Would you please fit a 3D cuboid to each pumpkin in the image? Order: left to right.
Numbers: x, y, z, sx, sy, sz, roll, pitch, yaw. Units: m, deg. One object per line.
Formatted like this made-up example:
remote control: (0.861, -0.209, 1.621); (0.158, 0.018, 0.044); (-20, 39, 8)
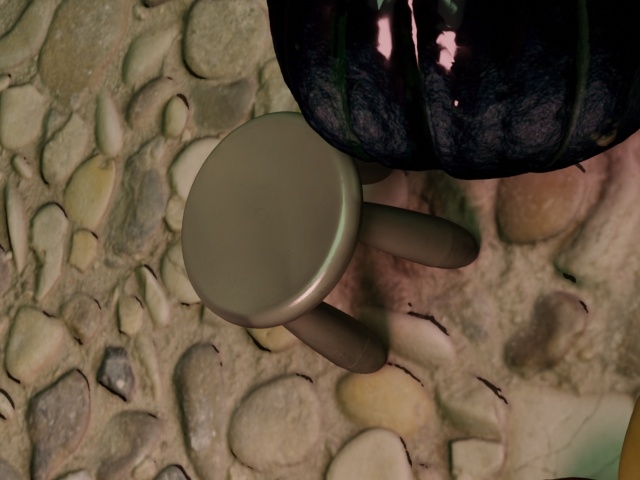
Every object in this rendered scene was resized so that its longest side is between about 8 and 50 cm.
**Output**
pumpkin: (0.131, -0.212, 0.963); (0.364, 0.266, 0.363); (-5, 37, 4)

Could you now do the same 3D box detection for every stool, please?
stool: (0.000, 0.000, 1.094); (0.195, 0.199, 0.195); (-50, 55, 13)

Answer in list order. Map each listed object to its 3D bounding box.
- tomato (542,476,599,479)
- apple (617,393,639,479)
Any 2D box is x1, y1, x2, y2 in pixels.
tomato: (0.203, 0.271, 0.888); (0.152, 0.187, 0.187); (5, 80, 17)
apple: (0.332, 0.152, 0.779); (0.262, 0.262, 0.262); (-11, 71, 34)
